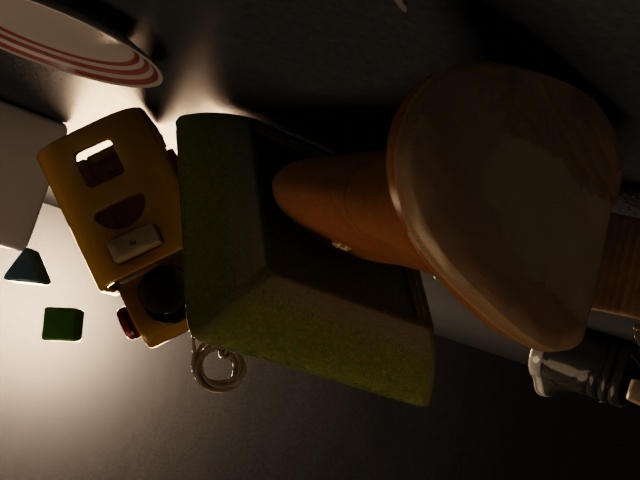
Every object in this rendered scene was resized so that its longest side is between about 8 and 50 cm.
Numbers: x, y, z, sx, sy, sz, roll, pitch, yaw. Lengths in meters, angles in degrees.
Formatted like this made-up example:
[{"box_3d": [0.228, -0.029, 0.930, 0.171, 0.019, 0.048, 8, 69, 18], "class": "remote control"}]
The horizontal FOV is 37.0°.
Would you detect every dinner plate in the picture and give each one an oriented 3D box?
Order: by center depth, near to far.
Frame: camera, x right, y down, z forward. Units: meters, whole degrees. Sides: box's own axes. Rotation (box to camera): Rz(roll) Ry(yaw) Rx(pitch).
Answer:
[{"box_3d": [-0.153, -0.118, 0.527, 0.141, 0.017, 0.141, 17, 175, 2], "class": "dinner plate"}]

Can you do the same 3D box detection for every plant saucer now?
[{"box_3d": [0.000, 0.000, 0.630, 0.188, 0.188, 0.045, 21, 131, -32], "class": "plant saucer"}]

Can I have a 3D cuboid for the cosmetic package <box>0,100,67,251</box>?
[{"box_3d": [-0.405, -0.089, 0.959, 0.224, 0.138, 0.224, 20, 172, -28], "class": "cosmetic package"}]

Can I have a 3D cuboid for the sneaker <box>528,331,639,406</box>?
[{"box_3d": [0.402, 0.200, 1.418, 0.147, 0.104, 0.296, 20, 172, 24], "class": "sneaker"}]

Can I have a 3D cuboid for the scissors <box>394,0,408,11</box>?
[{"box_3d": [-0.017, -0.109, 0.187, 0.109, 0.021, 0.297, 11, 170, 37], "class": "scissors"}]

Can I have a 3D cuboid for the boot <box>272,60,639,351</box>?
[{"box_3d": [0.048, -0.015, 0.477, 0.211, 0.104, 0.295, 12, 176, 38], "class": "boot"}]

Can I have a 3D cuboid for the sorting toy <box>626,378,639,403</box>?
[{"box_3d": [0.502, 0.184, 1.066, 0.255, 0.089, 0.257, 14, 174, 31], "class": "sorting toy"}]

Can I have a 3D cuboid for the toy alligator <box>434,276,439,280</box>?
[{"box_3d": [0.117, 0.019, 0.834, 0.056, 0.051, 0.189, 18, 174, -4], "class": "toy alligator"}]

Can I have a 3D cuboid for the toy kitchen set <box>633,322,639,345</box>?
[{"box_3d": [0.214, 0.042, 0.689, 0.075, 0.068, 0.083, 15, 173, 26], "class": "toy kitchen set"}]

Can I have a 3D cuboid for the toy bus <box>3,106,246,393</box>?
[{"box_3d": [-0.134, 0.001, 0.727, 0.202, 0.191, 0.104, 17, 174, 3], "class": "toy bus"}]
